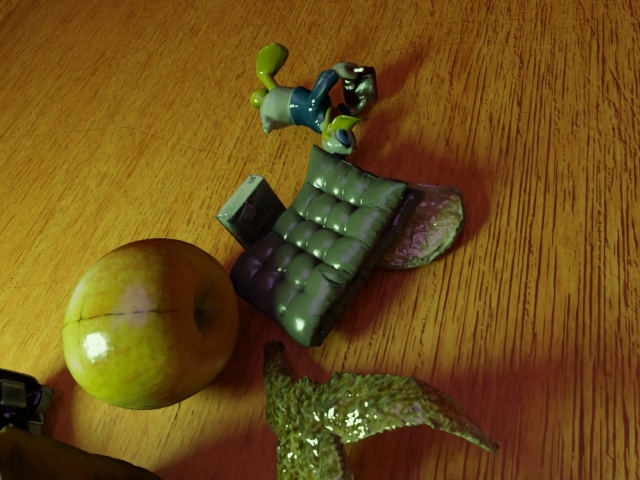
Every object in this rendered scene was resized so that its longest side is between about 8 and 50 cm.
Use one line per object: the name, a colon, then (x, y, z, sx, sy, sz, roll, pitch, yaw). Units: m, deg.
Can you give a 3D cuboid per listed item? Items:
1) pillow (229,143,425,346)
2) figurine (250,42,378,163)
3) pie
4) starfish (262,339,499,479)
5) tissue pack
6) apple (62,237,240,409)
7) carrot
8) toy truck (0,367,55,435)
pillow: (0.000, 0.000, 0.850, 0.228, 0.101, 0.327, 29, 82, 39)
figurine: (0.012, -0.275, 1.072, 0.283, 0.205, 0.339, -22, 64, -3)
pie: (0.152, -0.031, 0.886, 0.217, 0.052, 0.185, 8, 59, 24)
starfish: (0.013, 0.282, 0.620, 0.397, 0.132, 0.384, -21, 55, 39)
tissue pack: (-0.115, -0.035, 0.926, 0.051, 0.156, 0.112, 19, 65, 39)
apple: (-0.267, 0.131, 0.791, 0.232, 0.286, 0.286, -17, 52, 22)
carrot: (-0.347, 0.400, 0.628, 0.241, 0.340, 0.242, -21, 48, 25)
toy truck: (-0.551, 0.392, 0.794, 0.178, 0.176, 0.364, -38, 52, 9)
